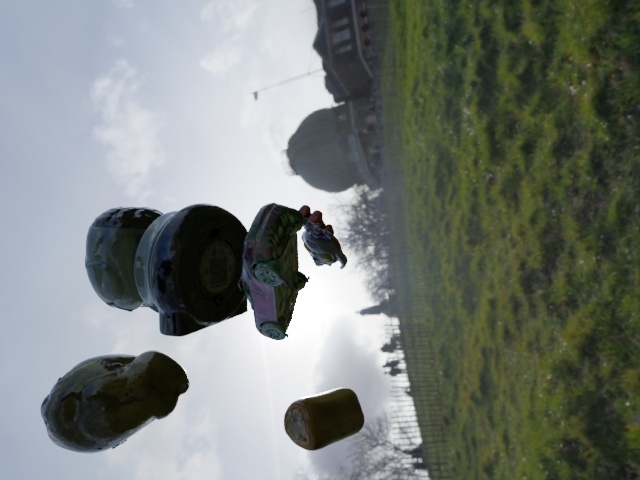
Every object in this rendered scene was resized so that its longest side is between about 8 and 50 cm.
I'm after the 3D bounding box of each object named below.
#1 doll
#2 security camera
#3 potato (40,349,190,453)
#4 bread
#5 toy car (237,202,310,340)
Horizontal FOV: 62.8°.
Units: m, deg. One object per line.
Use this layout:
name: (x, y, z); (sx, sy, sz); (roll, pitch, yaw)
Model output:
doll: (0.000, 0.001, 1.003); (0.195, 0.104, 0.062); (69, -146, -58)
security camera: (-0.268, 0.033, 0.867); (0.197, 0.277, 0.191); (-15, -74, -57)
potato: (-0.481, 0.369, 1.241); (0.218, 0.350, 0.203); (-91, -13, -59)
bread: (0.008, 0.324, 0.960); (0.239, 0.074, 0.093); (24, -135, -64)
toy car: (-0.043, 0.030, 0.458); (0.142, 0.055, 0.069); (90, -165, -48)
